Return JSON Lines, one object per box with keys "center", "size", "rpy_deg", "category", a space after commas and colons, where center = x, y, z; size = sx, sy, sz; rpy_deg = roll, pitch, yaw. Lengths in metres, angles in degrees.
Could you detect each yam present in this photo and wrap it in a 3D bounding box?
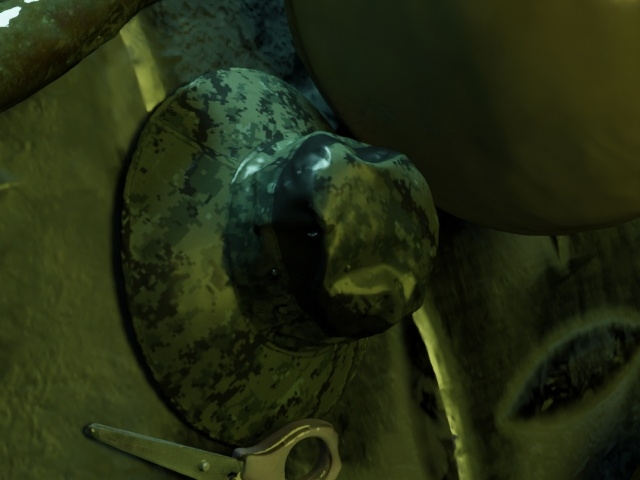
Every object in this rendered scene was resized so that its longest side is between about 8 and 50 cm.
{"center": [-0.149, -0.119, 0.735], "size": [0.274, 0.061, 0.061], "rpy_deg": [-50, 119, -45], "category": "yam"}

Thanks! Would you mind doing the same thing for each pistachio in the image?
{"center": [0.165, -0.190, 0.967], "size": [0.445, 0.365, 0.281], "rpy_deg": [35, 10, -38], "category": "pistachio"}

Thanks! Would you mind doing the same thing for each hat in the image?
{"center": [0.000, 0.000, 0.844], "size": [0.265, 0.128, 0.265], "rpy_deg": [15, 70, -46], "category": "hat"}

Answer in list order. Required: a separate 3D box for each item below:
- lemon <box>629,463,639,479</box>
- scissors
{"center": [0.397, 0.273, 1.155], "size": [0.297, 0.297, 0.297], "rpy_deg": [18, 66, -49], "category": "lemon"}
{"center": [-0.062, 0.137, 0.800], "size": [0.189, 0.015, 0.100], "rpy_deg": [27, 82, -39], "category": "scissors"}
